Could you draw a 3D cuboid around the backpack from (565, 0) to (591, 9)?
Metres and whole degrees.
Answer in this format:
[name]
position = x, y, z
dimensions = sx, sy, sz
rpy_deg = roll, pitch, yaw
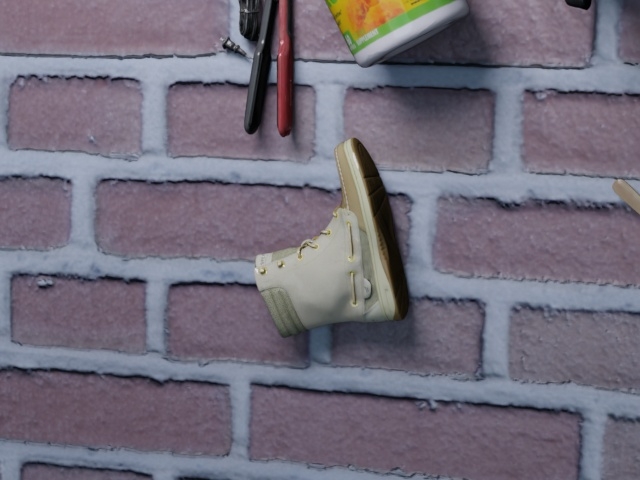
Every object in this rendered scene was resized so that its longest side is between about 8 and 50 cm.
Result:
[backpack]
position = 0.291, -0.416, 1.675
dimensions = 0.263, 0.213, 0.276
rpy_deg = -32, 95, 26

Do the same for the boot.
[boot]
position = 0.000, 0.000, 1.894
dimensions = 0.165, 0.077, 0.213
rpy_deg = -11, 99, 19

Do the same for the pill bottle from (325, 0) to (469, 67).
[pill bottle]
position = 0.048, -0.323, 1.796
dimensions = 0.136, 0.136, 0.245
rpy_deg = -27, 91, 18

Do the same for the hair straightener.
[hair straightener]
position = -0.075, -0.233, 1.892
dimensions = 0.089, 0.047, 0.230
rpy_deg = 3, 99, 15

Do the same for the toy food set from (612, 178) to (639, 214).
[toy food set]
position = 0.414, -0.086, 1.786
dimensions = 0.132, 0.038, 0.192
rpy_deg = 47, 115, 12
